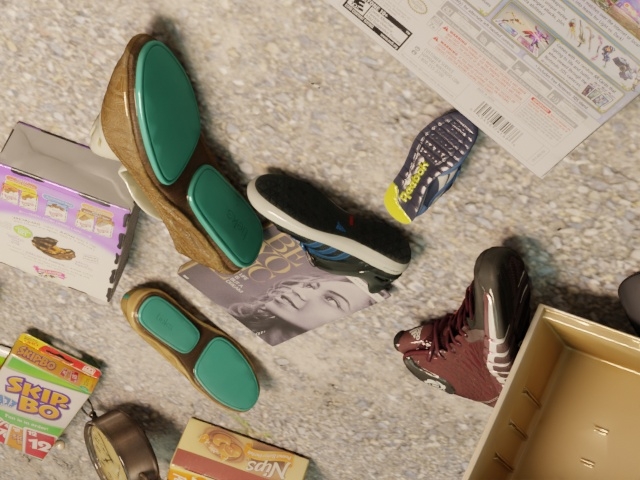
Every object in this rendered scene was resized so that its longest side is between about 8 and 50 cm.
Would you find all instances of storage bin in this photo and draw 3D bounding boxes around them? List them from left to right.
[{"bbox_3d":[0.316,0.244,1.728,0.260,0.262,0.123,19,167,28],"label":"storage bin"}]

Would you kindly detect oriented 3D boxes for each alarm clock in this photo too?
[{"bbox_3d":[-0.286,0.286,2.233,0.192,0.064,0.129,49,149,22],"label":"alarm clock"}]

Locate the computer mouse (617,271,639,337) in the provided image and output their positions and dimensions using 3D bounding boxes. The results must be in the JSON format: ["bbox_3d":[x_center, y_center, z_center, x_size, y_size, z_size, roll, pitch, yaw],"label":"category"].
[{"bbox_3d":[0.455,0.114,1.735,0.262,0.060,0.184,41,139,-26],"label":"computer mouse"}]

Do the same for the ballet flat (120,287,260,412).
[{"bbox_3d":[-0.166,0.134,2.042,0.232,0.080,0.073,48,163,-29],"label":"ballet flat"}]

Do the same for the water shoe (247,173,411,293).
[{"bbox_3d":[0.000,0.000,1.774,0.203,0.073,0.080,27,131,-11],"label":"water shoe"}]

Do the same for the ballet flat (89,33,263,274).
[{"bbox_3d":[-0.175,-0.088,1.734,0.124,0.116,0.342,7,147,29],"label":"ballet flat"}]

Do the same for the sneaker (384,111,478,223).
[{"bbox_3d":[0.120,-0.082,1.652,0.053,0.059,0.144,48,127,14],"label":"sneaker"}]

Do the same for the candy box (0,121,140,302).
[{"bbox_3d":[-0.302,-0.030,1.882,0.165,0.070,0.196,20,142,-2],"label":"candy box"}]

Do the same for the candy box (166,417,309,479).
[{"bbox_3d":[-0.138,0.395,2.325,0.183,0.087,0.316,19,142,1],"label":"candy box"}]

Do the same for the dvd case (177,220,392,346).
[{"bbox_3d":[-0.045,0.049,1.910,0.164,0.018,0.221,39,138,-24],"label":"dvd case"}]

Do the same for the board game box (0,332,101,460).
[{"bbox_3d":[-0.405,0.222,2.243,0.124,0.039,0.259,28,138,-11],"label":"board game box"}]

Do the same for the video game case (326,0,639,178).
[{"bbox_3d":[0.172,-0.212,1.412,0.269,0.061,0.244,39,141,-5],"label":"video game case"}]

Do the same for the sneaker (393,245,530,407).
[{"bbox_3d":[0.155,0.106,1.825,0.163,0.106,0.281,9,142,20],"label":"sneaker"}]

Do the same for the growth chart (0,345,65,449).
[{"bbox_3d":[-0.463,0.214,2.299,0.172,0.021,0.237,11,140,10],"label":"growth chart"}]
